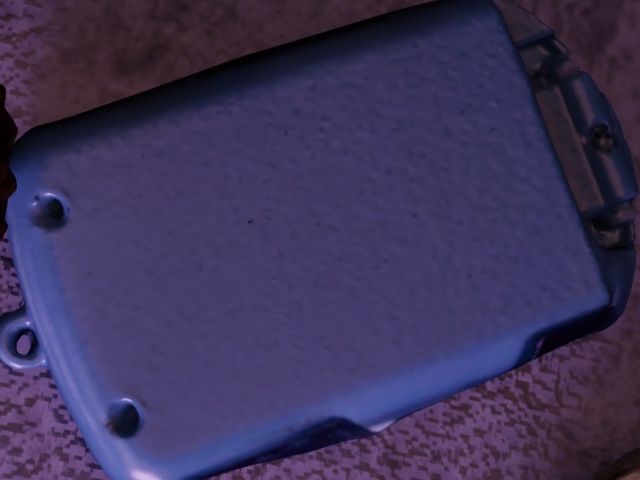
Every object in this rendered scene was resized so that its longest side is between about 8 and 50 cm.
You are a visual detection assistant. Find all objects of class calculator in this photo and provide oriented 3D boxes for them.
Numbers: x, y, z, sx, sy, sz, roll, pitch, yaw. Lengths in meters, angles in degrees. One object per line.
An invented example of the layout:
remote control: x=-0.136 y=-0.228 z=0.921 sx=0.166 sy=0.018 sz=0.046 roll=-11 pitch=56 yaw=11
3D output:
calculator: x=0.000 y=0.000 z=0.841 sx=0.293 sy=0.051 sz=0.173 roll=-19 pitch=86 yaw=-14

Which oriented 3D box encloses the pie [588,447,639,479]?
pie: x=0.205 y=0.235 z=0.836 sx=0.337 sy=0.075 sz=0.337 roll=3 pitch=75 yaw=-9

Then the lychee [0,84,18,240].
lychee: x=-0.241 y=-0.050 z=0.709 sx=0.271 sy=0.236 sz=0.236 roll=20 pitch=76 yaw=-29
